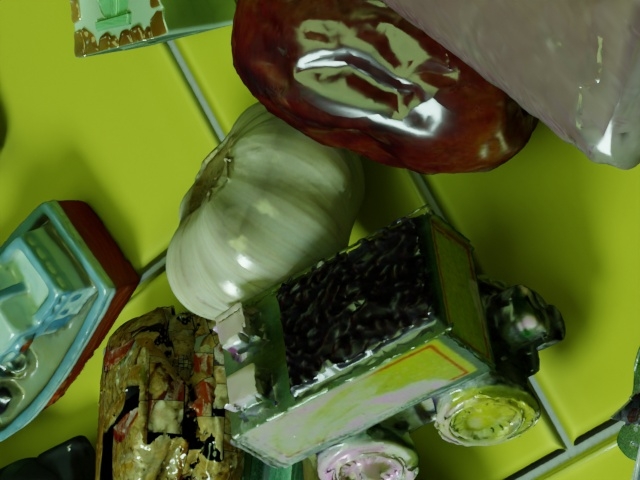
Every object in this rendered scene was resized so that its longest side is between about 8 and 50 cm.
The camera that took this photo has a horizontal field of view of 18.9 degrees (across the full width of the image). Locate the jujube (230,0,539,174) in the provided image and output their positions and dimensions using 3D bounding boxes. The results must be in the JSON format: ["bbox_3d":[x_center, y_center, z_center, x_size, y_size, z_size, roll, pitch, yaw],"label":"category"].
[{"bbox_3d":[0.050,-0.147,1.456,0.243,0.183,0.183,16,111,26],"label":"jujube"}]

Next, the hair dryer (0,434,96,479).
[{"bbox_3d":[-0.371,0.239,1.850,0.244,0.302,0.116,-32,42,39],"label":"hair dryer"}]

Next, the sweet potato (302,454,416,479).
[{"bbox_3d":[0.076,0.316,1.584,0.158,0.158,0.370,-22,80,41],"label":"sweet potato"}]

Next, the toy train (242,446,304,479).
[{"bbox_3d":[-0.042,0.190,1.684,0.132,0.083,0.200,19,106,46],"label":"toy train"}]

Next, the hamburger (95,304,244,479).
[{"bbox_3d":[-0.137,0.158,1.690,0.231,0.106,0.231,-179,90,-71],"label":"hamburger"}]

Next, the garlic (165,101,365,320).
[{"bbox_3d":[0.000,0.000,1.580,0.226,0.199,0.199,33,127,-10],"label":"garlic"}]

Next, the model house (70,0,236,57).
[{"bbox_3d":[-0.155,-0.241,1.655,0.127,0.100,0.149,-9,93,40],"label":"model house"}]

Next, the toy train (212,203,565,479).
[{"bbox_3d":[0.051,0.096,1.485,0.261,0.177,0.134,-28,50,25],"label":"toy train"}]

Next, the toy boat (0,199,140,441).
[{"bbox_3d":[-0.316,0.105,1.853,0.145,0.133,0.332,53,128,15],"label":"toy boat"}]

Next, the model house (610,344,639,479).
[{"bbox_3d":[0.276,0.147,1.405,0.167,0.088,0.117,25,115,32],"label":"model house"}]

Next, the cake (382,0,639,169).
[{"bbox_3d":[0.183,-0.230,1.289,0.309,0.237,0.230,42,124,25],"label":"cake"}]
